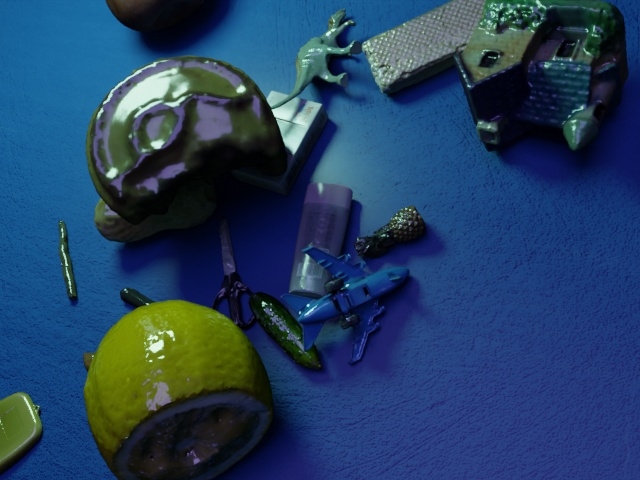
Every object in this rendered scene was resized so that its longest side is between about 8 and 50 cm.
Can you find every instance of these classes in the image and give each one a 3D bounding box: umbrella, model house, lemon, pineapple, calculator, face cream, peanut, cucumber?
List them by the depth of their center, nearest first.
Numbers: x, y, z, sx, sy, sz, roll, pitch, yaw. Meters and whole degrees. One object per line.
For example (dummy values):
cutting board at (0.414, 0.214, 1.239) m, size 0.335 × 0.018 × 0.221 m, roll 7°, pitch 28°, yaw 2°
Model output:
lemon at (-0.282, 0.274, 1.451) m, size 0.364 × 0.364 × 0.364 m, roll -7°, pitch 63°, yaw 15°
model house at (0.446, -0.324, 1.557) m, size 0.312 × 0.245 × 0.280 m, roll 18°, pitch 64°, yaw 32°
cucumber at (-0.073, 0.190, 1.576) m, size 0.069 × 0.069 × 0.227 m, roll -42°, pitch 63°, yaw -5°
pineapple at (0.146, -0.013, 1.606) m, size 0.159 × 0.074 × 0.074 m, roll -30°, pitch 59°, yaw 7°
face cream at (0.000, 0.000, 1.641) m, size 0.107 × 0.073 × 0.269 m, roll 7°, pitch 67°, yaw 9°
calculator at (-0.731, 0.443, 1.683) m, size 0.236 × 0.033 × 0.157 m, roll -37°, pitch 58°, yaw -4°
umbrella at (-0.411, 0.143, 1.730) m, size 0.133 × 0.031 × 0.036 m, roll 24°, pitch 48°, yaw 27°
peanut at (-0.390, -0.092, 1.777) m, size 0.291 × 0.143 × 0.159 m, roll -13°, pitch 55°, yaw 6°

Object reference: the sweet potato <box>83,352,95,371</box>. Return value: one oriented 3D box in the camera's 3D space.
sweet potato at (-0.458, 0.302, 1.651) m, size 0.206 × 0.060 × 0.068 m, roll 36°, pitch 113°, yaw 19°

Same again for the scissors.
scissors at (-0.206, 0.068, 1.706) m, size 0.109 × 0.022 × 0.300 m, roll -15°, pitch 61°, yaw 6°

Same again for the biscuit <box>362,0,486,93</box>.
biscuit at (0.314, -0.486, 1.765) m, size 0.426 × 0.078 × 0.144 m, roll -23°, pitch 76°, yaw 7°

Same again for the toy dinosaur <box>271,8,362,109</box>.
toy dinosaur at (-0.003, -0.425, 1.825) m, size 0.206 × 0.092 × 0.393 m, roll 24°, pitch 69°, yaw 42°

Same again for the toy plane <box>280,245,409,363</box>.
toy plane at (0.065, 0.113, 1.530) m, size 0.271 × 0.105 × 0.254 m, roll -24°, pitch 92°, yaw -8°

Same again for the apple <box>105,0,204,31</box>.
apple at (-0.444, -0.711, 2.013) m, size 0.306 × 0.306 × 0.235 m, roll -32°, pitch 92°, yaw 1°

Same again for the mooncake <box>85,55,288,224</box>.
mooncake at (-0.284, -0.192, 1.600) m, size 0.393 × 0.246 × 0.394 m, roll 26°, pitch 77°, yaw 6°

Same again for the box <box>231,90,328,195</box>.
box at (-0.098, -0.235, 1.794) m, size 0.150 × 0.067 × 0.233 m, roll 19°, pitch 72°, yaw 22°

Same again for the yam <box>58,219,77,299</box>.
yam at (-0.631, 0.046, 1.854) m, size 0.027 × 0.029 × 0.234 m, roll -10°, pitch 57°, yaw -17°
